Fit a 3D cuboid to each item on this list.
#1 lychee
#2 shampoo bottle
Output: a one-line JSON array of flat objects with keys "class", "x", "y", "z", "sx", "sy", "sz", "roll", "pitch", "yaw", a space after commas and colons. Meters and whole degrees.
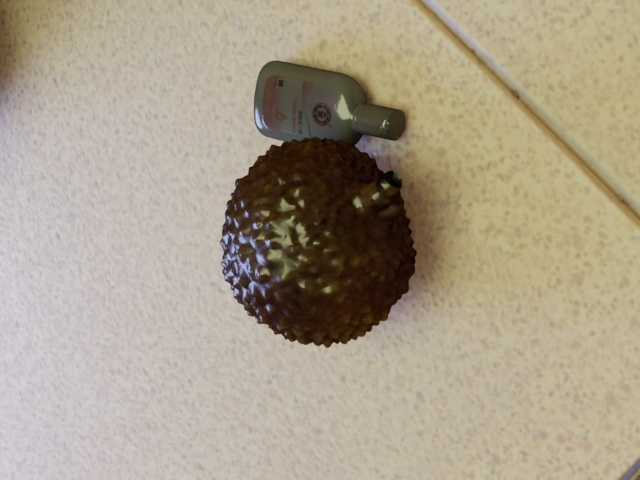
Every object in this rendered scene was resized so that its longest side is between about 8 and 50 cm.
[{"class": "lychee", "x": 0.000, "y": 0.000, "z": 1.497, "sx": 0.238, "sy": 0.200, "sz": 0.200, "roll": -36, "pitch": 78, "yaw": 48}, {"class": "shampoo bottle", "x": 0.008, "y": -0.128, "z": 1.556, "sx": 0.165, "sy": 0.040, "sz": 0.080, "roll": 16, "pitch": 107, "yaw": 34}]
